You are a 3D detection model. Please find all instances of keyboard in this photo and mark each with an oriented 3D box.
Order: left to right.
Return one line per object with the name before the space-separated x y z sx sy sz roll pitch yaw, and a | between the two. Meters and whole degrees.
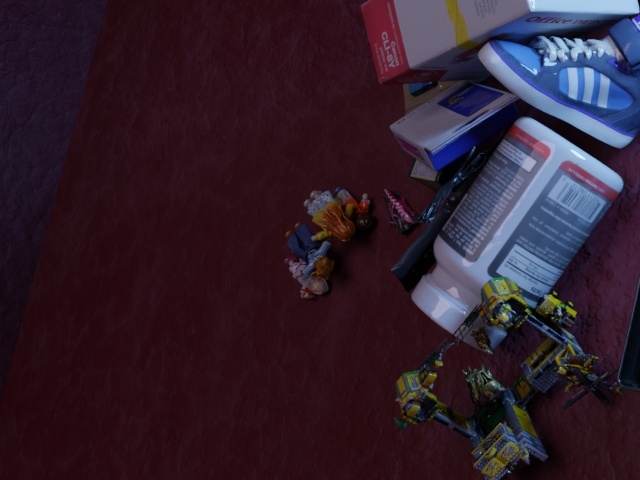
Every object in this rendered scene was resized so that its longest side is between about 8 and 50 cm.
keyboard | 0.237 -0.053 1.825 0.033 0.201 0.317 37 84 27

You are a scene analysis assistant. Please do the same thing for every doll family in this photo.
doll family | 0.000 0.000 2.156 0.263 0.118 0.163 -55 42 12

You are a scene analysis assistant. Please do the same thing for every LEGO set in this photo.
LEGO set | 0.285 0.241 1.630 0.331 0.255 0.192 -43 23 15

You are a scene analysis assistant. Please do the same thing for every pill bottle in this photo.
pill bottle | 0.320 -0.007 1.745 0.363 0.210 0.210 -56 41 11

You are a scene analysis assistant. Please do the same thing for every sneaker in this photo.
sneaker | 0.150 -0.057 2.085 0.057 0.047 0.119 -59 38 26
sneaker | 0.443 -0.310 1.677 0.236 0.323 0.130 -56 19 25

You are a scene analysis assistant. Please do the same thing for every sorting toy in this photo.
sorting toy | 0.279 -0.402 2.107 0.307 0.041 0.229 -22 57 39

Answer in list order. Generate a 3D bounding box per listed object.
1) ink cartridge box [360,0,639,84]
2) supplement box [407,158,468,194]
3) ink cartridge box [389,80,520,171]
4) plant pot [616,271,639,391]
ink cartridge box | 0.303 -0.402 1.794 0.385 0.279 0.160 -17 83 54
supplement box | 0.230 -0.130 1.997 0.083 0.083 0.056 17 84 49
ink cartridge box | 0.242 -0.208 1.867 0.176 0.069 0.371 -32 12 1
plant pot | 0.554 0.147 1.455 0.188 0.167 0.187 5 75 47
